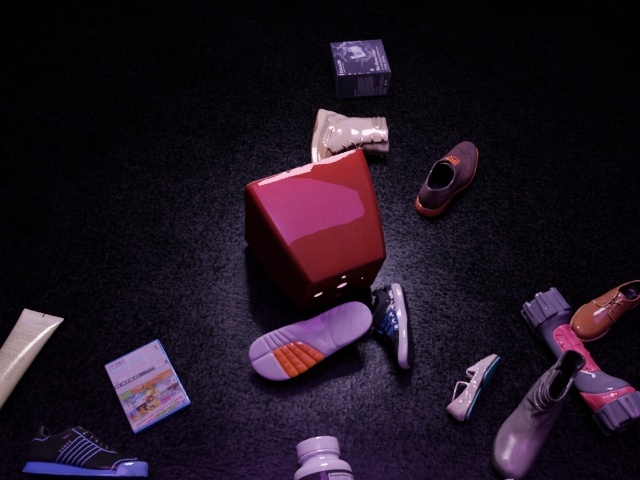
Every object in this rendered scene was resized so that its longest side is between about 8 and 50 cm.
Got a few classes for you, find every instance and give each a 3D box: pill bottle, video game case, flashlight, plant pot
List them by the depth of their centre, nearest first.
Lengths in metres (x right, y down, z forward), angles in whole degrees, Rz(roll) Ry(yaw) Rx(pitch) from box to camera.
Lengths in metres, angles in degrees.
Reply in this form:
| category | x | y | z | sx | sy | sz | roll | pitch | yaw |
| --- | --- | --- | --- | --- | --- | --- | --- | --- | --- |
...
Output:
| category | x | y | z | sx | sy | sz | roll | pitch | yaw |
| --- | --- | --- | --- | --- | --- | --- | --- | --- | --- |
| pill bottle | 0.010 | 0.451 | 1.063 | 0.108 | 0.108 | 0.194 | -8 | 53 | -7 |
| video game case | -0.351 | 0.293 | 1.231 | 0.119 | 0.015 | 0.166 | -26 | 58 | -20 |
| flashlight | 0.534 | 0.237 | 1.236 | 0.103 | 0.103 | 0.304 | -22 | 58 | -4 |
| plant pot | 0.000 | 0.000 | 1.326 | 0.267 | 0.267 | 0.236 | -19 | 70 | -15 |

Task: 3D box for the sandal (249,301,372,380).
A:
| category | x | y | z | sx | sy | sz | roll | pitch | yaw |
| --- | --- | --- | --- | --- | --- | --- | --- | --- | --- |
| sandal | -0.015 | 0.211 | 1.262 | 0.265 | 0.076 | 0.102 | -22 | 80 | -4 |

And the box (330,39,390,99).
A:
| category | x | y | z | sx | sy | sz | roll | pitch | yaw |
| --- | --- | --- | --- | --- | --- | --- | --- | --- | --- |
| box | 0.114 | -0.506 | 1.794 | 0.158 | 0.093 | 0.156 | -6 | 53 | -4 |

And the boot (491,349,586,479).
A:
| category | x | y | z | sx | sy | sz | roll | pitch | yaw |
| --- | --- | --- | --- | --- | --- | --- | --- | --- | --- |
| boot | 0.406 | 0.320 | 1.137 | 0.083 | 0.161 | 0.246 | 29 | 58 | 20 |

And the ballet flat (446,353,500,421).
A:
| category | x | y | z | sx | sy | sz | roll | pitch | yaw |
| --- | --- | --- | --- | --- | --- | --- | --- | --- | --- |
| ballet flat | 0.308 | 0.287 | 1.228 | 0.052 | 0.057 | 0.168 | 23 | 55 | 27 |

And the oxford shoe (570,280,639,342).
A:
| category | x | y | z | sx | sy | sz | roll | pitch | yaw |
| --- | --- | --- | --- | --- | --- | --- | --- | --- | --- |
| oxford shoe | 0.626 | 0.147 | 1.327 | 0.212 | 0.076 | 0.076 | -31 | 62 | -20 |

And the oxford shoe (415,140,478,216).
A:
| category | x | y | z | sx | sy | sz | roll | pitch | yaw |
| --- | --- | --- | --- | --- | --- | --- | --- | --- | --- |
| oxford shoe | 0.336 | -0.177 | 1.547 | 0.096 | 0.098 | 0.271 | 26 | 57 | 17 |

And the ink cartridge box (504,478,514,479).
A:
| category | x | y | z | sx | sy | sz | roll | pitch | yaw |
| --- | --- | --- | --- | --- | --- | --- | --- | --- | --- |
| ink cartridge box | 0.340 | 0.537 | 1.061 | 0.145 | 0.045 | 0.179 | -31 | 78 | -23 |

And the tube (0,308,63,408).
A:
| category | x | y | z | sx | sy | sz | roll | pitch | yaw |
| --- | --- | --- | --- | --- | --- | --- | --- | --- | --- |
| tube | -0.625 | 0.245 | 1.240 | 0.070 | 0.062 | 0.240 | 41 | 43 | -26 |

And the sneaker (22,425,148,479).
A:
| category | x | y | z | sx | sy | sz | roll | pitch | yaw |
| --- | --- | --- | --- | --- | --- | --- | --- | --- | --- |
| sneaker | -0.425 | 0.390 | 1.115 | 0.232 | 0.081 | 0.091 | 3 | 60 | 3 |

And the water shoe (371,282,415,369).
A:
| category | x | y | z | sx | sy | sz | roll | pitch | yaw |
| --- | --- | --- | --- | --- | --- | --- | --- | --- | --- |
| water shoe | 0.152 | 0.188 | 1.300 | 0.080 | 0.073 | 0.203 | -14 | 47 | 15 |

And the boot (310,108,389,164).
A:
| category | x | y | z | sx | sy | sz | roll | pitch | yaw |
| --- | --- | --- | --- | --- | --- | --- | --- | --- | --- |
| boot | 0.078 | -0.239 | 1.595 | 0.203 | 0.095 | 0.262 | 6 | 49 | 2 |
